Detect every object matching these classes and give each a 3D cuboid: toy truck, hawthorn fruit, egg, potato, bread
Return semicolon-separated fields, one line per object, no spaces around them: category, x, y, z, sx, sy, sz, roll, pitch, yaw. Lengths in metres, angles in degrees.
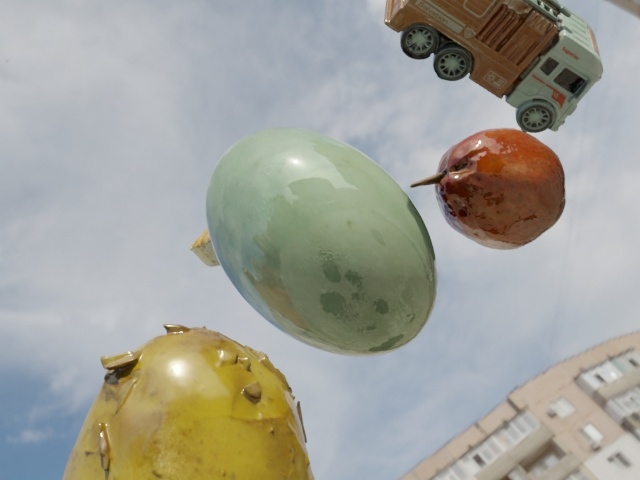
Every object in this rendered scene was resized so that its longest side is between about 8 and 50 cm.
toy truck;0.249;-0.292;1.179;0.305;0.136;0.162;29;-50;-17
hawthorn fruit;0.277;-0.087;1.433;0.262;0.210;0.210;1;-55;-30
egg;0.000;0.000;1.234;0.276;0.389;0.276;-41;-14;-13
potato;-0.081;0.203;0.530;0.173;0.300;0.140;-7;-18;5
bread;-0.148;-0.017;1.547;0.125;0.188;0.068;-47;-71;-27
